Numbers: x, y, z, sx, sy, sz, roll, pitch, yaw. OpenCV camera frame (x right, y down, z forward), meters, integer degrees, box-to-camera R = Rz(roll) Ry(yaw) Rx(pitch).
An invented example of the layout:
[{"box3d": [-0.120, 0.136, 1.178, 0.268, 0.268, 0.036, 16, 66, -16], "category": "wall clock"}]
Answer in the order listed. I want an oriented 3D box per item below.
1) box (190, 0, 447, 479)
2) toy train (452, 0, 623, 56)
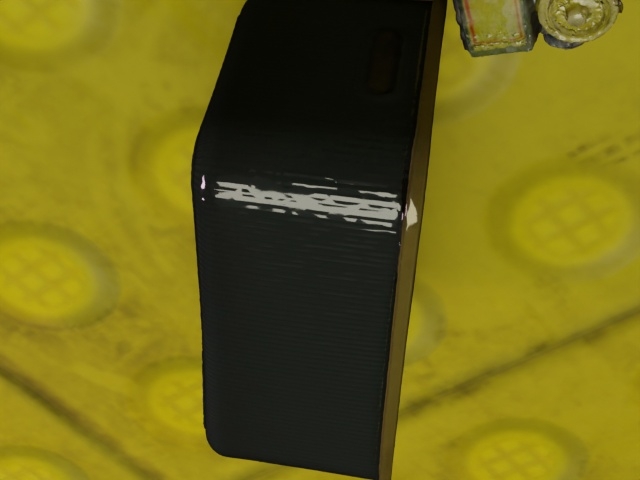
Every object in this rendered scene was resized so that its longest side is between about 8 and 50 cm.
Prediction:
[{"box3d": [0.000, 0.000, 0.527, 0.090, 0.144, 0.201, 7, 134, 4], "category": "box"}, {"box3d": [0.062, -0.155, 0.436, 0.081, 0.060, 0.202, -5, 132, 19], "category": "toy train"}]
